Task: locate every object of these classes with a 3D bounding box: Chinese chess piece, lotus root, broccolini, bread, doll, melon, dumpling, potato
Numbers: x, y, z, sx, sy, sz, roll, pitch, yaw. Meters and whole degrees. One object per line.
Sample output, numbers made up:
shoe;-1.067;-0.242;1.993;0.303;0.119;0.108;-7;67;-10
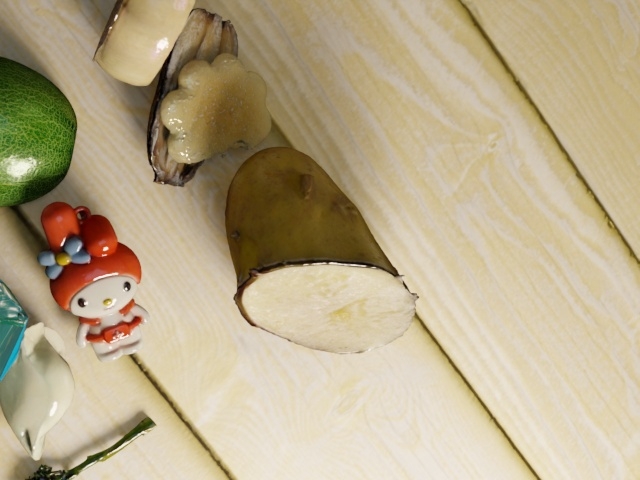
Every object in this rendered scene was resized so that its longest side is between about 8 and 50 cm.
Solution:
Chinese chess piece;-0.293;-0.399;1.681;0.112;0.270;0.270;25;78;-18
lotus root;-0.248;-0.256;1.787;0.167;0.078;0.330;25;79;-46
broccolini;-0.405;0.383;1.713;0.254;0.071;0.057;-32;56;-26
bread;-0.184;-0.243;1.775;0.250;0.039;0.182;-21;113;-43
doll;-0.387;0.064;1.685;0.161;0.130;0.291;-20;107;-15
melon;-0.496;-0.183;1.668;0.169;0.129;0.265;10;82;-23
dumpling;-0.468;0.244;1.638;0.124;0.151;0.229;6;97;2
potato;0.000;0.000;1.792;0.397;0.290;0.296;20;50;-37

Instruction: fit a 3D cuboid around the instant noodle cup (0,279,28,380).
instant noodle cup;-0.603;0.144;1.571;0.240;0.178;0.240;2;85;-21
